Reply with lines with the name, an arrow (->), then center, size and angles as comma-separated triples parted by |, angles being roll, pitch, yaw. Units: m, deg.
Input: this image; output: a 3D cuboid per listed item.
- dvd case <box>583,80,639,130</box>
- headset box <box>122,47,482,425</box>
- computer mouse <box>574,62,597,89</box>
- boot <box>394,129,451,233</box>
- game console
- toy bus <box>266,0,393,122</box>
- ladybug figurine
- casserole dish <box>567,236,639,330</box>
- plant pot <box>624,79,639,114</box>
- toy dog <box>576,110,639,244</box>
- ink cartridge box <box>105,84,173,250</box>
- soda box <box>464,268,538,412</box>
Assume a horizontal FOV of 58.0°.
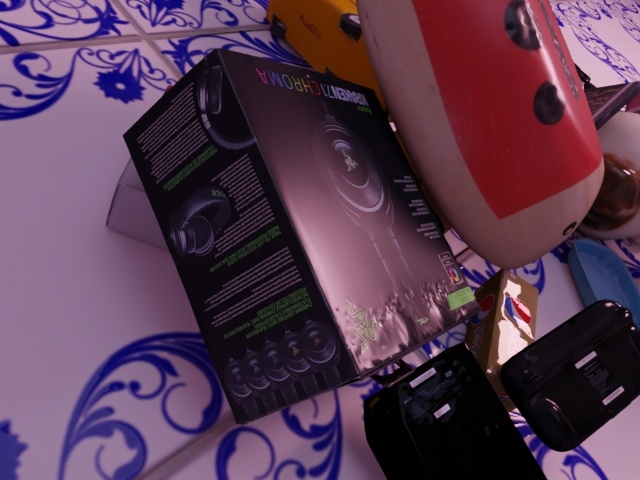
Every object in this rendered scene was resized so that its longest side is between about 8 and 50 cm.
dvd case -> 0.397, -0.187, 0.935 | 0.018, 0.164, 0.221 | 46, 8, -8
headset box -> 0.000, 0.000, 0.528 | 0.246, 0.131, 0.283 | -7, 71, -55
computer mouse -> 0.665, -0.383, 1.447 | 0.071, 0.041, 0.242 | 28, 35, -21
boot -> 0.219, -0.064, 0.839 | 0.295, 0.104, 0.211 | 34, 47, 5
game console -> 0.226, 0.178, 0.578 | 0.361, 0.044, 0.213 | -23, 78, -28
toy bus -> 0.042, -0.315, 0.887 | 0.130, 0.108, 0.332 | -11, 48, -32
ladybug figurine -> 0.192, -0.183, 0.659 | 0.449, 0.162, 0.305 | 61, 36, -14
casserole dish -> 0.440, 0.078, 0.888 | 0.114, 0.037, 0.188 | 15, 46, -21
plant pot -> 0.788, -0.283, 1.332 | 0.180, 0.201, 0.201 | -35, 75, -29
toy dog -> 0.584, -0.100, 0.903 | 0.408, 0.395, 0.284 | -3, 47, 13
ink cartridge box -> -0.137, -0.071, 0.623 | 0.128, 0.072, 0.175 | 23, 44, -15
soda box -> 0.213, 0.118, 0.687 | 0.058, 0.061, 0.181 | 33, 43, -4
